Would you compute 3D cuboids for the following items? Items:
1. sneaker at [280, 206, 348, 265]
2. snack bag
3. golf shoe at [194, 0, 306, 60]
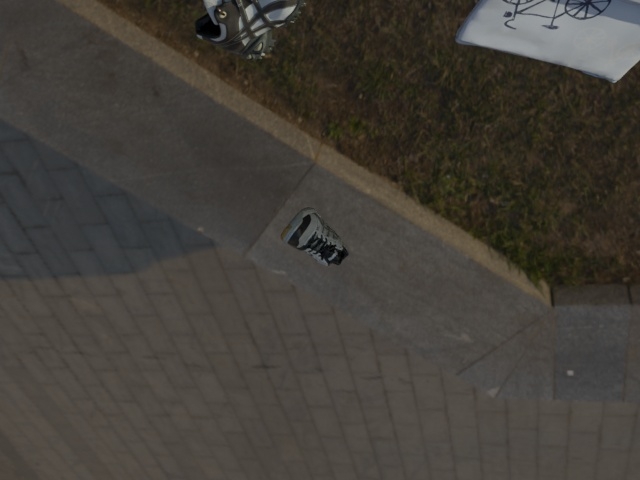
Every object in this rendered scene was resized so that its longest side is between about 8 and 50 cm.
[{"bbox_3d":[0.000,0.000,0.474,0.037,0.083,0.032,43,100,18],"label":"sneaker"},{"bbox_3d":[0.390,-0.343,0.887,0.322,0.037,0.342,7,157,-17],"label":"snack bag"},{"bbox_3d":[-0.078,-0.267,0.708,0.093,0.077,0.198,3,158,-28],"label":"golf shoe"}]
